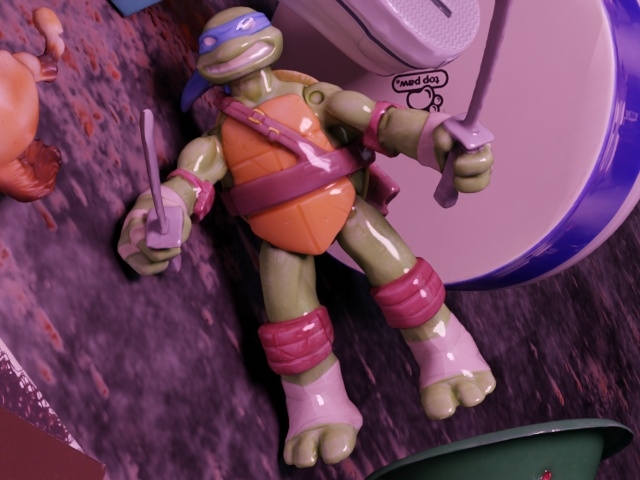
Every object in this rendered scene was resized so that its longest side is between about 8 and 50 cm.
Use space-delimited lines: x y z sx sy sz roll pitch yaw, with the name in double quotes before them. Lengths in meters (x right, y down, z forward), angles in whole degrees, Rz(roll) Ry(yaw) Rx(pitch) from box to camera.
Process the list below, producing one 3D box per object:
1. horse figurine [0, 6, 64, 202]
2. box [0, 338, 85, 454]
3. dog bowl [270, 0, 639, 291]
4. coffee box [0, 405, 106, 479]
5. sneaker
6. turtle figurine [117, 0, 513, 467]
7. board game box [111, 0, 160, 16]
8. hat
"horse figurine" -0.191 -0.099 0.651 0.263 0.066 0.174 49 20 -34
"box" -0.185 0.046 0.589 0.232 0.058 0.087 58 28 -23
"dog bowl" 0.091 -0.098 0.977 0.104 0.264 0.265 2 70 -59
"coffee box" -0.200 0.076 0.407 0.246 0.098 0.141 34 40 -19
"sneaker" -0.019 -0.192 0.867 0.258 0.091 0.094 48 55 -15
"turtle figurine" 0.000 0.000 0.825 0.197 0.274 0.266 -32 108 -28
"board game box" -0.171 -0.338 0.851 0.336 0.079 0.254 46 35 -40
"hat" 0.117 0.229 0.917 0.173 0.208 0.184 42 34 -64
